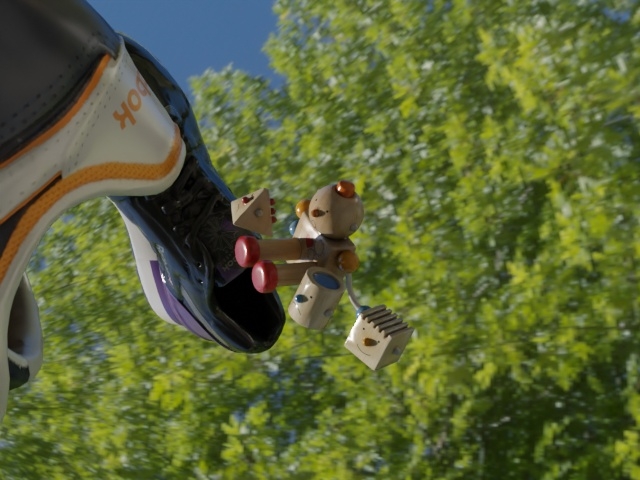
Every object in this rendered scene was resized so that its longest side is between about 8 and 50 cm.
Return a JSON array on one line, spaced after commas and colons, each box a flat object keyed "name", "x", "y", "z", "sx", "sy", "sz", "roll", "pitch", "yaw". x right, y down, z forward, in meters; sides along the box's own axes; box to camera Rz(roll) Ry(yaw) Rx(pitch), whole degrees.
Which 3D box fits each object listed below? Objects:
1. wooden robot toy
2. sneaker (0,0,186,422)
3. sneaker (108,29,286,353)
[{"name": "wooden robot toy", "x": 0.000, "y": 0.000, "z": 0.796, "sx": 0.076, "sy": 0.173, "sz": 0.079, "roll": 1, "pitch": -53, "yaw": -40}, {"name": "sneaker", "x": -0.180, "y": 0.041, "z": 0.422, "sx": 0.321, "sy": 0.126, "sz": 0.127, "roll": -44, "pitch": -63, "yaw": 13}, {"name": "sneaker", "x": -0.096, "y": -0.031, "z": 0.919, "sx": 0.107, "sy": 0.124, "sz": 0.283, "roll": -42, "pitch": -48, "yaw": -20}]
